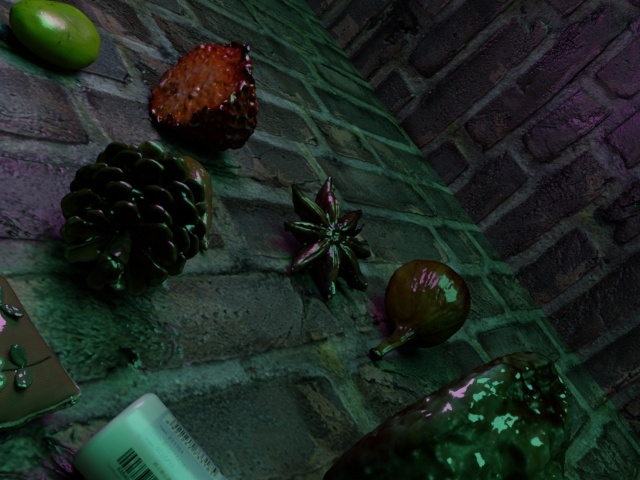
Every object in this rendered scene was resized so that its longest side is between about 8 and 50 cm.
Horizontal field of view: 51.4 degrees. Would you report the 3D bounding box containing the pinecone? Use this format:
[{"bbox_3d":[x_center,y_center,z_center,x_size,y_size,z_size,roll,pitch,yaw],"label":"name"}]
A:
[{"bbox_3d":[-0.242,-0.018,0.864,0.186,0.168,0.212,9,47,-10],"label":"pinecone"}]

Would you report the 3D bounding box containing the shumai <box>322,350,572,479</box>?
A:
[{"bbox_3d":[0.215,0.354,0.842,0.395,0.395,0.348,10,42,-56],"label":"shumai"}]

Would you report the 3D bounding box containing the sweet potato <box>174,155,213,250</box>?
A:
[{"bbox_3d":[-0.213,-0.080,1.147,0.068,0.068,0.226,21,36,-47],"label":"sweet potato"}]

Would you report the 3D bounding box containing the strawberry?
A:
[{"bbox_3d":[-0.205,-0.272,1.327,0.178,0.234,0.233,57,9,-50],"label":"strawberry"}]

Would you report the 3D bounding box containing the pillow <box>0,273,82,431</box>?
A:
[{"bbox_3d":[-0.333,0.101,0.633,0.179,0.075,0.171,53,24,14],"label":"pillow"}]

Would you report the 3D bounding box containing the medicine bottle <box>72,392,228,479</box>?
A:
[{"bbox_3d":[-0.152,0.255,0.671,0.186,0.103,0.103,48,23,2],"label":"medicine bottle"}]

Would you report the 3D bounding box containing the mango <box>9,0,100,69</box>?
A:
[{"bbox_3d":[-0.447,-0.347,1.131,0.117,0.089,0.163,62,26,-1],"label":"mango"}]

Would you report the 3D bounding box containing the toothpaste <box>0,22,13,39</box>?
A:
[{"bbox_3d":[-0.530,-0.337,1.053,0.017,0.020,0.083,55,23,11],"label":"toothpaste"}]

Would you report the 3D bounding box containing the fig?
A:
[{"bbox_3d":[0.187,0.172,1.405,0.190,0.191,0.290,46,64,-4],"label":"fig"}]

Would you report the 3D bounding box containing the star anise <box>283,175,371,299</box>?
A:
[{"bbox_3d":[0.000,0.000,1.361,0.272,0.103,0.271,19,61,-39],"label":"star anise"}]
